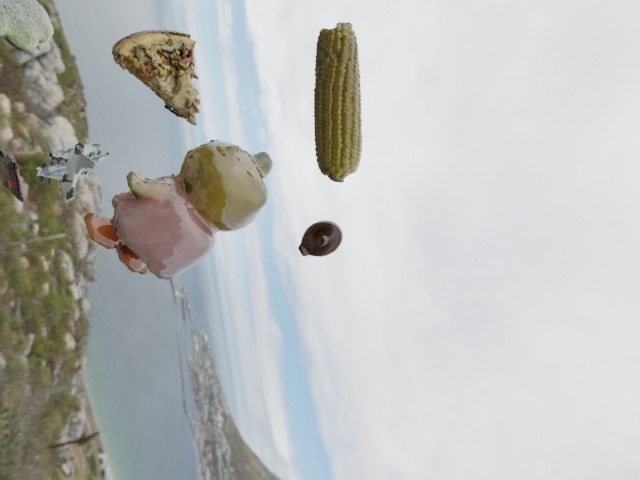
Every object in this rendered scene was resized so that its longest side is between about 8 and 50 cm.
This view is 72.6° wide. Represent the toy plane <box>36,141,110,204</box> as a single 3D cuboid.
[{"bbox_3d":[-0.553,-0.155,0.962,0.234,0.160,0.082,-24,-84,43],"label":"toy plane"}]

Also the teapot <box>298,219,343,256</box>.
[{"bbox_3d":[0.000,0.000,1.206,0.098,0.129,0.078,62,9,-11],"label":"teapot"}]

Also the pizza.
[{"bbox_3d":[-0.460,-0.485,1.249,0.074,0.251,0.288,-21,-102,48],"label":"pizza"}]

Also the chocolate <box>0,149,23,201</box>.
[{"bbox_3d":[-0.644,-0.138,0.897,0.182,0.028,0.086,29,-59,41],"label":"chocolate"}]

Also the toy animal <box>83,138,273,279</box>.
[{"bbox_3d":[-0.197,-0.056,0.674,0.169,0.281,0.195,40,-16,29],"label":"toy animal"}]

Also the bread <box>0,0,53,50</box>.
[{"bbox_3d":[-0.824,-0.607,1.120,0.286,0.056,0.208,41,35,-57],"label":"bread"}]

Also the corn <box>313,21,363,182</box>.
[{"bbox_3d":[0.043,-0.320,1.038,0.120,0.120,0.364,-139,-133,-69],"label":"corn"}]
